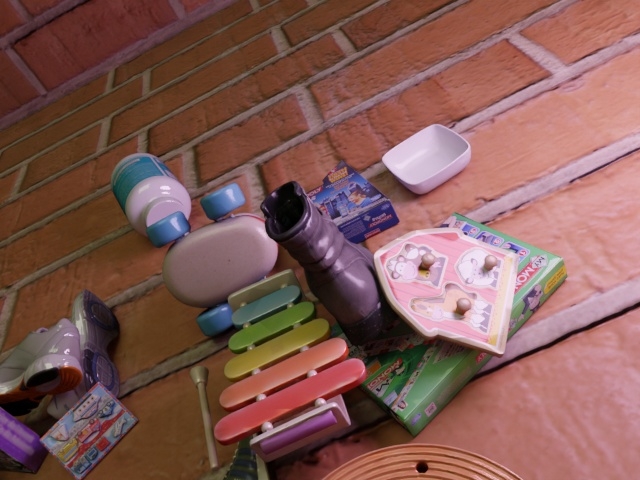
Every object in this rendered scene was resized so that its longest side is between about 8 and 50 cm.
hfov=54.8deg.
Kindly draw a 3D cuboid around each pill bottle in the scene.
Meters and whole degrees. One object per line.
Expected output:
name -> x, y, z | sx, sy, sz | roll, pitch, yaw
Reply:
pill bottle -> -0.389, -0.098, 1.429 | 0.146, 0.146, 0.264 | -37, 37, -8

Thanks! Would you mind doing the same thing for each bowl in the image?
bowl -> 0.203, -0.146, 1.159 | 0.142, 0.053, 0.142 | -33, 36, -3

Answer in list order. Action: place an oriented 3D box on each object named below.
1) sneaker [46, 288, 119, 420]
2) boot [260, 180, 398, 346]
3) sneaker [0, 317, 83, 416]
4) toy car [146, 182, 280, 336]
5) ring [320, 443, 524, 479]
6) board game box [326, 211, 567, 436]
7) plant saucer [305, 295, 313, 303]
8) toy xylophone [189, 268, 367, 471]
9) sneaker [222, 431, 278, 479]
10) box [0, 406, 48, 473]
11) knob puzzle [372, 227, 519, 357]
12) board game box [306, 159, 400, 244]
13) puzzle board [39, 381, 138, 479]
sneaker -> -0.462, 0.206, 1.171 | 0.129, 0.111, 0.297 | -31, 36, 7
boot -> 0.000, 0.000, 0.933 | 0.118, 0.223, 0.338 | -39, 16, -2
sneaker -> -0.511, 0.223, 1.083 | 0.262, 0.099, 0.121 | -23, 50, 20
toy car -> -0.167, 0.020, 1.149 | 0.210, 0.219, 0.238 | -26, 8, 9
ring -> 0.103, 0.364, 0.615 | 0.336, 0.032, 0.337 | -8, 42, 7
board game box -> 0.170, 0.104, 0.903 | 0.317, 0.046, 0.213 | -41, 39, -13
plant saucer -> -0.048, 0.128, 1.049 | 0.083, 0.013, 0.083 | -19, 39, 16
toy xylophone -> -0.076, 0.183, 0.856 | 0.236, 0.081, 0.323 | -29, 33, -6
sneaker -> -0.105, 0.316, 0.831 | 0.086, 0.064, 0.192 | -23, 41, 2
box -> -0.644, 0.326, 1.075 | 0.293, 0.201, 0.057 | -7, 43, 27
knob puzzle -> 0.164, 0.048, 0.827 | 0.213, 0.030, 0.213 | 4, 52, -4
board game box -> 0.029, -0.065, 1.179 | 0.194, 0.060, 0.194 | -26, 36, 7
puzzle board -> -0.382, 0.313, 1.019 | 0.096, 0.011, 0.128 | 41, 70, 9
